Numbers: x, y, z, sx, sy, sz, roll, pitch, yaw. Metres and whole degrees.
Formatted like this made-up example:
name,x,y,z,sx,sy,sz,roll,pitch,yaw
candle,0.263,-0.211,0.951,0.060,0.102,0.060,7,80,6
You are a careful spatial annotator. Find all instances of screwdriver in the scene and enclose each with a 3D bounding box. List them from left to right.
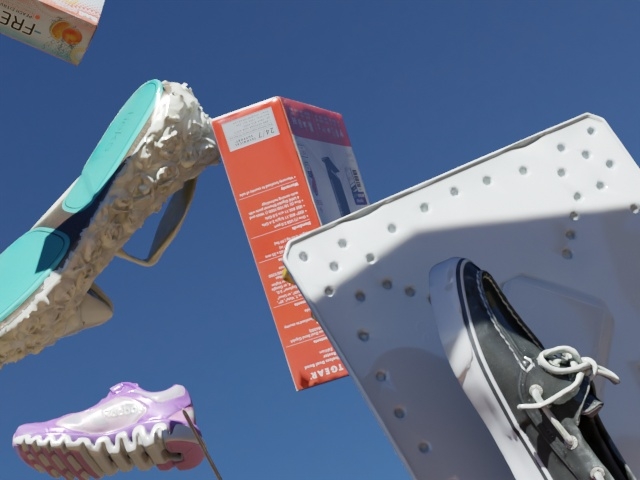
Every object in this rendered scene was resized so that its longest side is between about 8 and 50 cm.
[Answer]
name,x,y,z,sx,sy,sz,roll,pitch,yaw
screwdriver,-0.108,0.234,1.549,0.025,0.024,0.170,-20,-61,17

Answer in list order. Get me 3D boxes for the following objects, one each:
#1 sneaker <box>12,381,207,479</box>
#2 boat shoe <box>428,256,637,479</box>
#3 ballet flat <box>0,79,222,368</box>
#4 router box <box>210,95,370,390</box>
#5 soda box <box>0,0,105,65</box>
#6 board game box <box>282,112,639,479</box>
name,x,y,z,sx,sy,sz,roll,pitch,yaw
sneaker,-0.252,0.224,1.856,0.236,0.105,0.095,-5,-34,6
boat shoe,0.199,0.140,1.314,0.105,0.306,0.113,-31,-15,24
ballet flat,-0.243,0.009,1.661,0.409,0.147,0.147,-52,-23,-11
router box,0.000,0.000,1.746,0.082,0.301,0.335,-18,-2,12
soda box,-0.309,-0.245,1.523,0.183,0.063,0.058,23,-51,-14
board game box,0.214,0.102,1.480,0.390,0.390,0.050,-23,-20,-23
